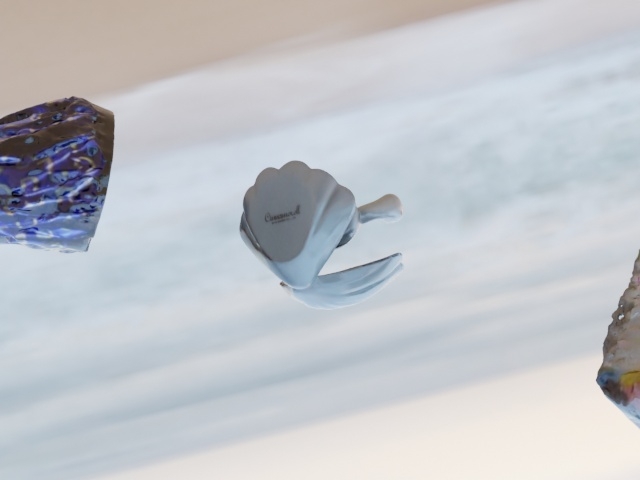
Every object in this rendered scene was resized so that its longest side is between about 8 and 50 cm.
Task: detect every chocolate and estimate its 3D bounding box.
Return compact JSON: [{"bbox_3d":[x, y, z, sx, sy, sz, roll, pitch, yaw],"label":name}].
[{"bbox_3d":[-0.327,-0.042,1.313,0.343,0.148,0.126,1,-151,-14],"label":"chocolate"}]

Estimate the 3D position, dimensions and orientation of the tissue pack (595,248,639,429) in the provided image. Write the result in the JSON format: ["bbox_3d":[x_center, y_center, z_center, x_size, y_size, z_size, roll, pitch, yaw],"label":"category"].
[{"bbox_3d":[0.161,0.055,0.473,0.148,0.060,0.109,42,146,-26],"label":"tissue pack"}]

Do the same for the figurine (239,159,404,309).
[{"bbox_3d":[0.000,0.000,1.043,0.094,0.082,0.086,-14,168,33],"label":"figurine"}]
